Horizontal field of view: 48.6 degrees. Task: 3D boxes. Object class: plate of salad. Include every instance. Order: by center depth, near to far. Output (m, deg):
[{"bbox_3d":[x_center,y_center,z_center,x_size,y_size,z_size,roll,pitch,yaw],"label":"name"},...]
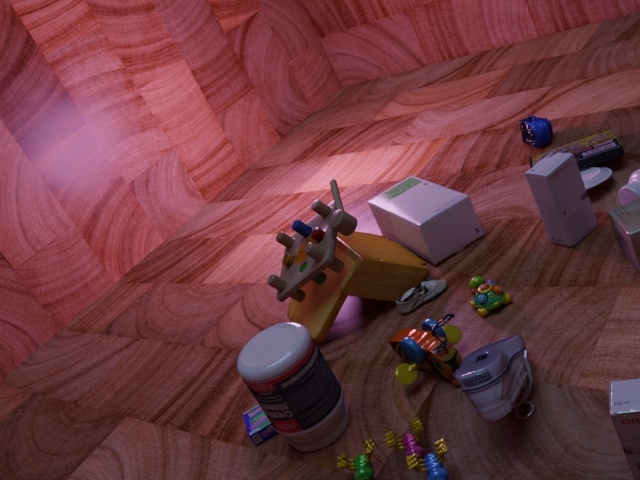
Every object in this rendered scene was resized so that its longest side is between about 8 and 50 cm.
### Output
[{"bbox_3d":[0.774,-0.171,2.129,0.200,0.048,0.200,-22,16,6],"label":"plate of salad"}]

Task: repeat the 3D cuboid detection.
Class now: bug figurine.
[{"bbox_3d":[0.144,0.482,1.466,0.279,0.072,0.216,-29,17,9],"label":"bug figurine"}]

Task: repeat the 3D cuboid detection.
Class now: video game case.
[{"bbox_3d":[0.810,-0.270,2.265,0.275,0.035,0.248,-19,15,20],"label":"video game case"}]

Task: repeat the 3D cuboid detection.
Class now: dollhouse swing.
[{"bbox_3d":[0.104,0.154,2.186,0.315,0.304,0.347,9,12,-22],"label":"dollhouse swing"}]

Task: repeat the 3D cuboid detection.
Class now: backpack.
[{"bbox_3d":[0.773,-0.391,2.522,0.101,0.097,0.120,-22,23,4],"label":"backpack"}]

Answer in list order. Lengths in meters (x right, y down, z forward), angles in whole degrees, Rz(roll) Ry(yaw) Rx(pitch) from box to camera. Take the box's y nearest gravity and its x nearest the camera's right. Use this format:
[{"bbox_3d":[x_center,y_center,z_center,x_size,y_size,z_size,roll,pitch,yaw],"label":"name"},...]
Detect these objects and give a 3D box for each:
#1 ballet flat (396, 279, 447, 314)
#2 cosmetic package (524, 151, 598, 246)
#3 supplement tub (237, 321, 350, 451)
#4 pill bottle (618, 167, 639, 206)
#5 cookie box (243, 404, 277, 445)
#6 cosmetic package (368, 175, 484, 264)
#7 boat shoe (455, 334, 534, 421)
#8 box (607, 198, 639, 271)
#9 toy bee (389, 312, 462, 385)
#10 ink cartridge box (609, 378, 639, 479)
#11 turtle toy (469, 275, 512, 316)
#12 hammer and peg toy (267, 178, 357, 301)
[{"bbox_3d":[0.287,0.148,2.008,0.168,0.052,0.057,-33,24,-13],"label":"ballet flat"},{"bbox_3d":[0.653,-0.111,1.917,0.117,0.231,0.085,-37,25,-19],"label":"cosmetic package"},{"bbox_3d":[-0.060,0.350,1.698,0.191,0.272,0.191,-23,24,11],"label":"supplement tub"},{"bbox_3d":[0.904,-0.158,1.882,0.216,0.121,0.121,-34,24,-11],"label":"pill bottle"},{"bbox_3d":[-0.147,0.468,1.841,0.092,0.040,0.107,-31,23,-4],"label":"cookie box"},{"bbox_3d":[0.331,-0.074,2.286,0.197,0.155,0.365,-31,23,-13],"label":"cosmetic package"},{"bbox_3d":[0.388,0.304,1.498,0.136,0.156,0.367,-25,-6,19],"label":"boat shoe"},{"bbox_3d":[0.879,-0.056,1.701,0.311,0.121,0.148,-24,23,9],"label":"box"},{"bbox_3d":[0.266,0.280,1.687,0.195,0.162,0.298,-36,-1,1],"label":"toy bee"},{"bbox_3d":[0.576,0.320,1.180,0.140,0.190,0.082,-14,28,29],"label":"ink cartridge box"},{"bbox_3d":[0.432,0.138,1.856,0.095,0.066,0.130,-29,24,-3],"label":"turtle toy"},{"bbox_3d":[0.000,0.000,2.086,0.361,0.127,0.265,-40,28,36],"label":"hammer and peg toy"}]
